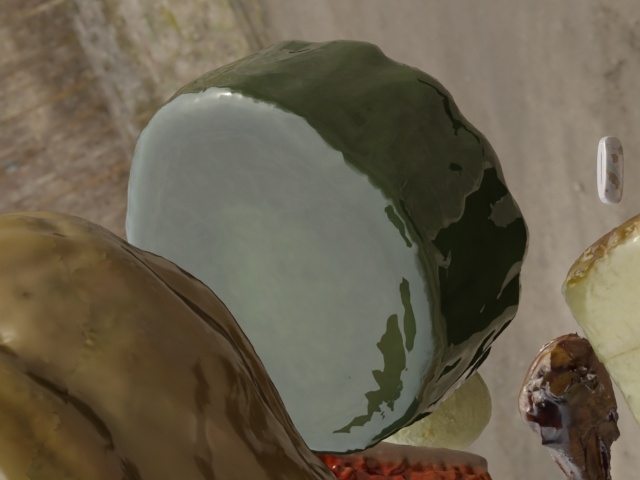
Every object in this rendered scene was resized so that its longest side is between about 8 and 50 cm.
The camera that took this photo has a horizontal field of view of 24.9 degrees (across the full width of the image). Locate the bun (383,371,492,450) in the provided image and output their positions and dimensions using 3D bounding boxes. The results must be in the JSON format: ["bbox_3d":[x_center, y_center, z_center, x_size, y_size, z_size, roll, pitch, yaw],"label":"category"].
[{"bbox_3d":[0.117,0.188,1.851,0.222,0.222,0.127,-144,53,-58],"label":"bun"}]

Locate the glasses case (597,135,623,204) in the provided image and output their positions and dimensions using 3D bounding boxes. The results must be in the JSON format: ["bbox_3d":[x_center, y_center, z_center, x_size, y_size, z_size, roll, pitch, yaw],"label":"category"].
[{"bbox_3d":[0.348,-0.084,1.743,0.021,0.032,0.083,-14,69,57],"label":"glasses case"}]

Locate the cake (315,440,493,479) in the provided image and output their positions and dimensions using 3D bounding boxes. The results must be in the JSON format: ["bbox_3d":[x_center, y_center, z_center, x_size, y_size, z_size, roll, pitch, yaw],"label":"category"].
[{"bbox_3d":[0.047,0.356,1.493,0.237,0.308,0.230,-102,27,-49],"label":"cake"}]

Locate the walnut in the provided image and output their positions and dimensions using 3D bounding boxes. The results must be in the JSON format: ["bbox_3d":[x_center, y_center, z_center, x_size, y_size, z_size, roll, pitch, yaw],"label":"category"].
[{"bbox_3d":[-0.123,0.150,0.502,0.285,0.296,0.285,30,140,29],"label":"walnut"}]

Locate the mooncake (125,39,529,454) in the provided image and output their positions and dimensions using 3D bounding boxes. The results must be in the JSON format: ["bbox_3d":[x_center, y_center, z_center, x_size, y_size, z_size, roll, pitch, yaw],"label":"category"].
[{"bbox_3d":[0.000,0.000,1.282,0.356,0.194,0.356,17,120,31],"label":"mooncake"}]

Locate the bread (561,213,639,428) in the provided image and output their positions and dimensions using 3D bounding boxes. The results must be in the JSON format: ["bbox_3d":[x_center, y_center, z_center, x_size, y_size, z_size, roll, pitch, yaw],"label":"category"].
[{"bbox_3d":[0.391,0.031,1.289,0.279,0.279,0.207,-32,85,33],"label":"bread"}]

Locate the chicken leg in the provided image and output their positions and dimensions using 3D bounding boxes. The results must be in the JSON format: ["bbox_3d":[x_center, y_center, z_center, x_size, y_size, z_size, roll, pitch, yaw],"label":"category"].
[{"bbox_3d":[0.282,0.236,1.558,0.093,0.113,0.304,8,126,43],"label":"chicken leg"}]
